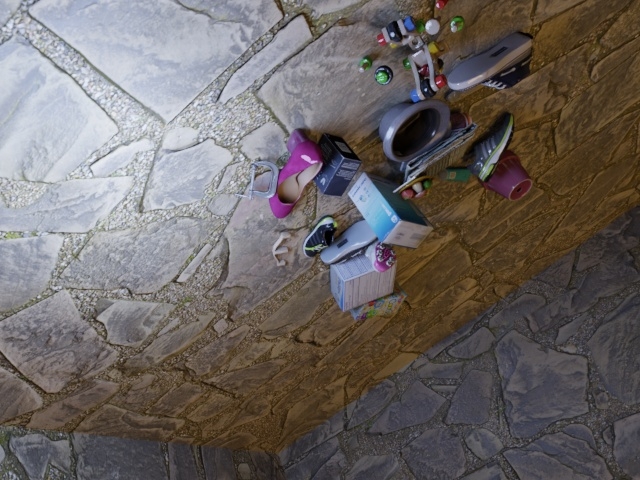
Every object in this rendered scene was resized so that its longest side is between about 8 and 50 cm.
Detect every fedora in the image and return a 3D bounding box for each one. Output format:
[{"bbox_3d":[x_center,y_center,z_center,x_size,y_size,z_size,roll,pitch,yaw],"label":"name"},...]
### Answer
[{"bbox_3d":[0.319,-0.415,1.659,0.275,0.124,0.244,-31,144,-9],"label":"fedora"}]

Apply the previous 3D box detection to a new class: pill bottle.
[{"bbox_3d":[0.504,-0.446,1.781,0.152,0.086,0.086,-14,139,-21],"label":"pill bottle"}]

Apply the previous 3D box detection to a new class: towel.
[{"bbox_3d":[0.470,-0.314,1.834,0.312,0.056,0.324,-32,167,1],"label":"towel"}]

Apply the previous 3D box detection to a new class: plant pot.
[{"bbox_3d":[0.869,-0.287,2.125,0.201,0.180,0.201,-19,141,-16],"label":"plant pot"}]

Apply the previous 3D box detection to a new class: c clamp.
[{"bbox_3d":[-0.216,-0.206,1.586,0.137,0.022,0.161,16,119,-5],"label":"c clamp"}]

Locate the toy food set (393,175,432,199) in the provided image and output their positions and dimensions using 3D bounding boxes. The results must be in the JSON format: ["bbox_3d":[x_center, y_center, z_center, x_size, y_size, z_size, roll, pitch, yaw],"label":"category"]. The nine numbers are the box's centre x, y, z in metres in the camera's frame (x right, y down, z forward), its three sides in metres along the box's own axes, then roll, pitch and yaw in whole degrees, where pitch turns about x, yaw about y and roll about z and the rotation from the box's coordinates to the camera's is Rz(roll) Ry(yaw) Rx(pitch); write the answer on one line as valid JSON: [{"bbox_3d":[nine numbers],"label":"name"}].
[{"bbox_3d":[0.380,-0.193,1.803,0.128,0.071,0.218,-34,169,31],"label":"toy food set"}]

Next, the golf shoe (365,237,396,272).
[{"bbox_3d":[0.258,0.056,2.033,0.115,0.306,0.140,36,124,-12],"label":"golf shoe"}]

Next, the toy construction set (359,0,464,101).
[{"bbox_3d":[0.320,-0.614,1.400,0.309,0.257,0.237,-52,-176,49],"label":"toy construction set"}]

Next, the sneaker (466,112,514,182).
[{"bbox_3d":[0.728,-0.405,1.957,0.300,0.121,0.111,-64,158,10],"label":"sneaker"}]

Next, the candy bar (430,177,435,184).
[{"bbox_3d":[0.445,-0.225,2.043,0.161,0.018,0.040,-34,146,3],"label":"candy bar"}]

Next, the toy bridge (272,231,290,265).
[{"bbox_3d":[-0.170,0.042,1.925,0.063,0.026,0.188,-8,137,-23],"label":"toy bridge"}]

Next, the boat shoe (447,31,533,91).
[{"bbox_3d":[0.620,-0.594,1.655,0.340,0.127,0.158,-30,135,-2],"label":"boat shoe"}]

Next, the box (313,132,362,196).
[{"bbox_3d":[0.043,-0.265,1.619,0.093,0.156,0.158,4,131,-38],"label":"box"}]

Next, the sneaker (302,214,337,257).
[{"bbox_3d":[0.000,0.000,1.933,0.084,0.097,0.235,2,132,-34],"label":"sneaker"}]

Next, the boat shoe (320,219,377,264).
[{"bbox_3d":[0.148,0.018,2.043,0.306,0.113,0.105,-37,148,12],"label":"boat shoe"}]

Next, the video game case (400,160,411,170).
[{"bbox_3d":[0.378,-0.341,1.875,0.087,0.011,0.122,-12,139,-22],"label":"video game case"}]

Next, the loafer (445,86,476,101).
[{"bbox_3d":[0.523,-0.558,1.715,0.125,0.039,0.045,-31,109,-4],"label":"loafer"}]

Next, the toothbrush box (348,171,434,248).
[{"bbox_3d":[0.276,-0.120,1.822,0.216,0.296,0.126,9,129,-41],"label":"toothbrush box"}]

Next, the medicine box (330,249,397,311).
[{"bbox_3d":[0.206,0.174,2.222,0.289,0.149,0.263,-19,141,-14],"label":"medicine box"}]

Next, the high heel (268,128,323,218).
[{"bbox_3d":[-0.090,-0.185,1.598,0.127,0.181,0.377,-9,137,-25],"label":"high heel"}]

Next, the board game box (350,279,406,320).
[{"bbox_3d":[0.290,0.306,2.430,0.275,0.144,0.142,-5,135,-31],"label":"board game box"}]

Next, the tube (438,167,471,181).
[{"bbox_3d":[0.616,-0.295,2.059,0.207,0.052,0.080,-5,141,-37],"label":"tube"}]
